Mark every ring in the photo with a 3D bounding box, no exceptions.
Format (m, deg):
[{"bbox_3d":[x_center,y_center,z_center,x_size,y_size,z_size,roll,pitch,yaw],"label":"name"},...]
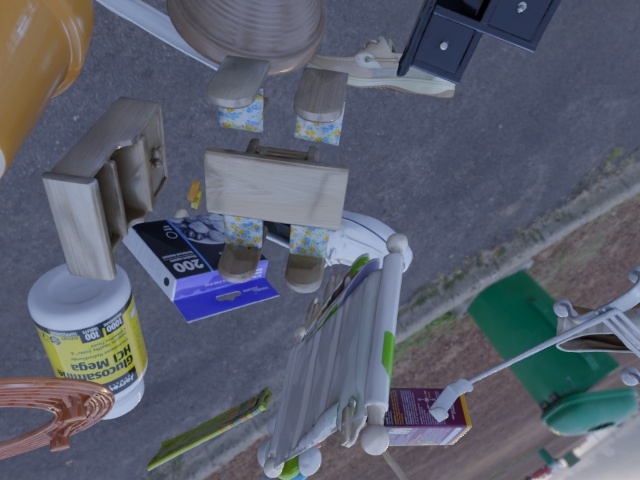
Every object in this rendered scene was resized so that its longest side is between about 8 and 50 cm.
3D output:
[{"bbox_3d":[-0.375,0.203,0.501,0.336,0.032,0.337,-15,156,-7],"label":"ring"}]

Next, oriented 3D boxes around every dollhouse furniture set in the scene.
[{"bbox_3d":[-0.098,-0.043,0.499,0.241,0.161,0.212,8,130,1],"label":"dollhouse furniture set"}]

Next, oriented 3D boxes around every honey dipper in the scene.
[{"bbox_3d":[0.093,0.283,0.663,0.030,0.161,0.031,-25,143,-21],"label":"honey dipper"}]

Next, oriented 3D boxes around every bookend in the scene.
[{"bbox_3d":[0.194,-0.253,0.629,0.156,0.072,0.157,22,122,-2],"label":"bookend"}]

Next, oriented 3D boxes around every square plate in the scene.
[{"bbox_3d":[-0.286,-0.433,1.153,0.049,0.343,0.347,-60,-174,10],"label":"square plate"}]

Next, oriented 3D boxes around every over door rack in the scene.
[{"bbox_3d":[0.322,0.202,0.614,0.108,0.239,0.324,-32,166,-49],"label":"over door rack"}]

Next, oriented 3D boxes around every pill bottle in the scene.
[{"bbox_3d":[-0.472,0.219,1.101,0.187,0.188,0.334,-19,131,-25],"label":"pill bottle"}]

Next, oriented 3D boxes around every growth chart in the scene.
[{"bbox_3d":[0.004,0.092,0.404,0.021,0.172,0.237,22,146,-10],"label":"growth chart"}]

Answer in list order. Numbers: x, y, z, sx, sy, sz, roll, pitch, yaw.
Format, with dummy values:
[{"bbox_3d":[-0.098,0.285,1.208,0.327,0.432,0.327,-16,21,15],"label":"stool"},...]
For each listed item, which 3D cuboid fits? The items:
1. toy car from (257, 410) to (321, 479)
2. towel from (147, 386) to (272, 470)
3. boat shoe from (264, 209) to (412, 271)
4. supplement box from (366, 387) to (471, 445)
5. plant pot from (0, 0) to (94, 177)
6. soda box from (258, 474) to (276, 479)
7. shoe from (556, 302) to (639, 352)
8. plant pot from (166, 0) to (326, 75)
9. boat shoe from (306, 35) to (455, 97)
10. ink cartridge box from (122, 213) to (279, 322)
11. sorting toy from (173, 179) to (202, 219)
[{"bbox_3d":[-0.057,0.514,1.297,0.159,0.182,0.136,-5,131,24],"label":"toy car"},{"bbox_3d":[-0.200,0.343,0.959,0.237,0.021,0.102,-28,178,0],"label":"towel"},{"bbox_3d":[0.000,0.000,0.742,0.095,0.257,0.084,95,21,-52],"label":"boat shoe"},{"bbox_3d":[0.186,0.351,1.035,0.188,0.081,0.104,4,139,-11],"label":"supplement box"},{"bbox_3d":[-0.311,-0.151,0.430,0.204,0.188,0.205,-3,151,-1],"label":"plant pot"},{"bbox_3d":[-0.050,0.576,1.079,0.069,0.216,0.074,2,105,-69],"label":"soda box"},{"bbox_3d":[0.388,0.120,0.662,0.058,0.076,0.219,-56,-169,-16],"label":"shoe"},{"bbox_3d":[-0.094,-0.361,0.739,0.237,0.238,0.110,-18,163,-26],"label":"plant pot"},{"bbox_3d":[0.121,-0.351,1.031,0.109,0.302,0.098,-42,142,-64],"label":"boat shoe"},{"bbox_3d":[-0.196,0.035,0.902,0.206,0.208,0.045,-12,138,-50],"label":"ink cartridge box"},{"bbox_3d":[-0.426,-0.022,1.573,0.229,0.041,0.308,118,-10,-79],"label":"sorting toy"}]
